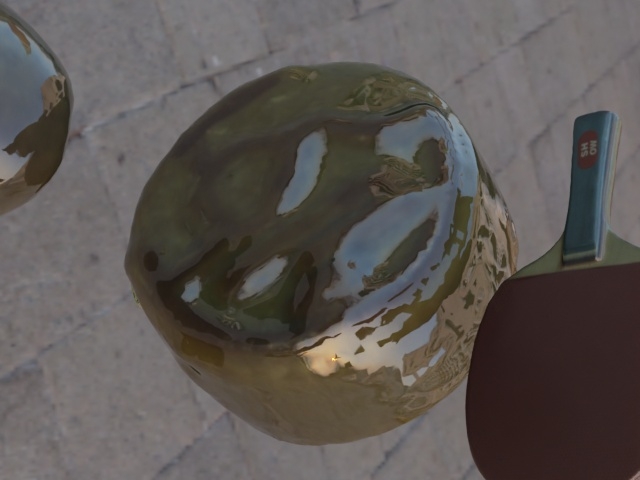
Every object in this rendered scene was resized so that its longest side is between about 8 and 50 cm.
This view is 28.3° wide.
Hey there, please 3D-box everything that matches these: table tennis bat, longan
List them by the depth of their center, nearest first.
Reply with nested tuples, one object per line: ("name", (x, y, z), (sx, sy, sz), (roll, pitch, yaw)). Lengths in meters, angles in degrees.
("table tennis bat", (0.165, 0.038, 0.811), (0.021, 0.154, 0.274), (34, 57, -41))
("longan", (-0.249, -0.086, 0.812), (0.167, 0.187, 0.167), (-37, 135, -48))

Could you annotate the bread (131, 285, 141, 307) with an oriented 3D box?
("bread", (-0.109, 0.022, 1.134), (0.114, 0.129, 0.111), (12, 63, -15))

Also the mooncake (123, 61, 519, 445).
("mooncake", (0.000, 0.000, 0.953), (0.155, 0.284, 0.284), (61, 32, -51))
